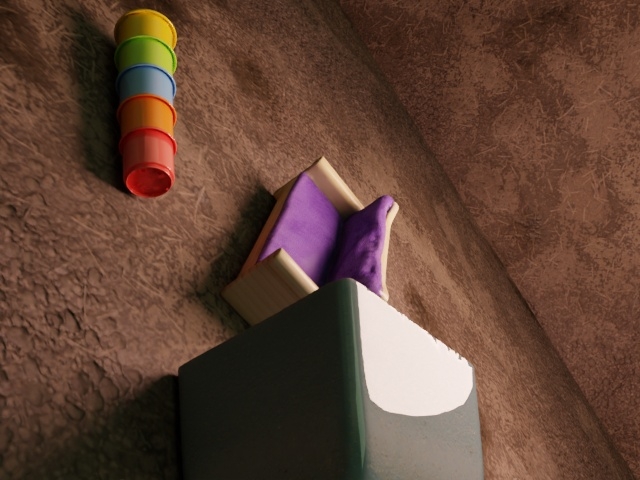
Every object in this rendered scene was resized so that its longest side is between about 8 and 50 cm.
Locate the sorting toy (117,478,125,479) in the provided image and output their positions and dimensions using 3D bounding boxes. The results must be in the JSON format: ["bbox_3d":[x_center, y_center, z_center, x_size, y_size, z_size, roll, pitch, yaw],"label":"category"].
[{"bbox_3d":[-0.171,0.239,0.561,0.083,0.012,0.062,6,53,-60],"label":"sorting toy"}]

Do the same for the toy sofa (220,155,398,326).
[{"bbox_3d":[0.000,0.000,0.994,0.150,0.177,0.362,49,25,-16],"label":"toy sofa"}]

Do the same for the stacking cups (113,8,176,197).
[{"bbox_3d":[-0.246,-0.191,0.911,0.096,0.096,0.316,30,39,-44],"label":"stacking cups"}]

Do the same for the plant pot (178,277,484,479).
[{"bbox_3d":[0.016,0.236,0.647,0.247,0.248,0.252,37,34,-36],"label":"plant pot"}]
